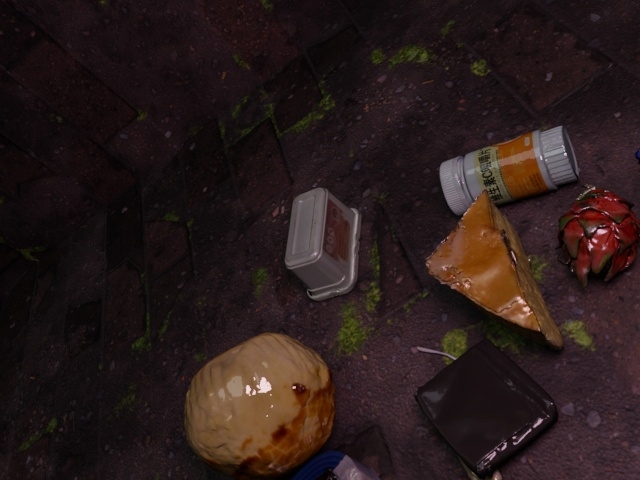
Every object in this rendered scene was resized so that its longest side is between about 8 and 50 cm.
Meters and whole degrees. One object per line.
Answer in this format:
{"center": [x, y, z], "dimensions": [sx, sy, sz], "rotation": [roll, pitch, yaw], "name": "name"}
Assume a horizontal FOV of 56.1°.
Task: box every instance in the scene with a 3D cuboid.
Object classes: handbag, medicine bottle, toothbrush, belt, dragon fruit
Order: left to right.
{"center": [-0.009, 0.645, 1.348], "dimensions": [0.347, 0.117, 0.212], "rotation": [-51, 39, -3], "name": "belt"}
{"center": [0.301, 0.279, 1.451], "dimensions": [0.162, 0.014, 0.017], "rotation": [4, 76, 43], "name": "toothbrush"}
{"center": [0.348, 0.353, 1.277], "dimensions": [0.223, 0.080, 0.247], "rotation": [-37, 40, -5], "name": "handbag"}
{"center": [0.483, -0.178, 1.545], "dimensions": [0.318, 0.158, 0.158], "rotation": [-16, 49, 31], "name": "medicine bottle"}
{"center": [0.601, -0.013, 1.304], "dimensions": [0.182, 0.182, 0.189], "rotation": [-119, 37, -48], "name": "dragon fruit"}

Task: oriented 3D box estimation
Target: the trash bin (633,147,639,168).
{"center": [0.764, -0.117, 1.214], "dimensions": [0.184, 0.162, 0.234], "rotation": [-43, 55, 14], "name": "trash bin"}

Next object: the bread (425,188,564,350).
{"center": [0.433, 0.060, 1.338], "dimensions": [0.315, 0.248, 0.279], "rotation": [23, 77, 44], "name": "bread"}

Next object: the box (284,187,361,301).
{"center": [0.000, 0.000, 1.804], "dimensions": [0.175, 0.182, 0.312], "rotation": [-18, 49, 30], "name": "box"}

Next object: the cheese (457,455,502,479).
{"center": [0.318, 0.443, 1.282], "dimensions": [0.065, 0.043, 0.194], "rotation": [-39, 40, 10], "name": "cheese"}

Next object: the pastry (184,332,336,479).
{"center": [-0.134, 0.414, 1.464], "dimensions": [0.388, 0.388, 0.313], "rotation": [-37, 67, 12], "name": "pastry"}
